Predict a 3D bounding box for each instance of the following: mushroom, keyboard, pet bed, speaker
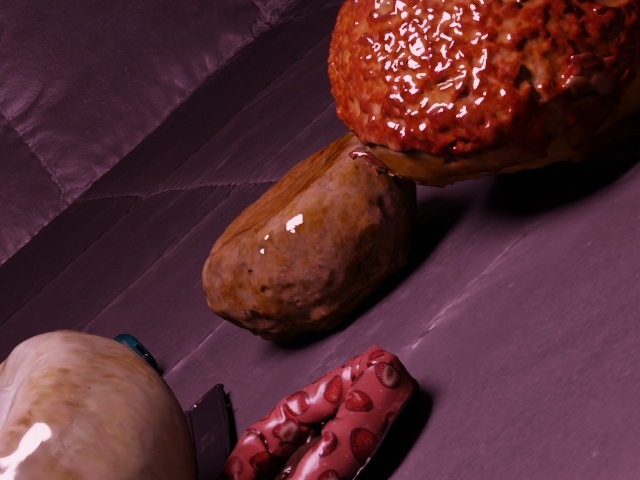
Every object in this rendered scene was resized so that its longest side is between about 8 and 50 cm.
[{"bbox_3d":[-0.253,0.216,1.503,0.352,0.260,0.352,-38,19,16],"label":"mushroom"},{"bbox_3d":[-0.108,0.186,1.741,0.087,0.017,0.250,-40,12,4],"label":"keyboard"},{"bbox_3d":[-0.012,0.162,1.482,0.201,0.053,0.201,-43,11,11],"label":"pet bed"},{"bbox_3d":[-0.209,0.145,2.102,0.075,0.060,0.094,-42,-22,-10],"label":"speaker"}]

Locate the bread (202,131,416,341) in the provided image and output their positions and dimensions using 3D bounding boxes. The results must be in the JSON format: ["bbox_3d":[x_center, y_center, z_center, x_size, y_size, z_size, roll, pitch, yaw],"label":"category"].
[{"bbox_3d":[0.000,0.000,1.836,0.230,0.123,0.230,-41,9,8],"label":"bread"}]

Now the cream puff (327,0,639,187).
[{"bbox_3d":[0.157,-0.185,1.688,0.350,0.229,0.350,-13,20,5],"label":"cream puff"}]
